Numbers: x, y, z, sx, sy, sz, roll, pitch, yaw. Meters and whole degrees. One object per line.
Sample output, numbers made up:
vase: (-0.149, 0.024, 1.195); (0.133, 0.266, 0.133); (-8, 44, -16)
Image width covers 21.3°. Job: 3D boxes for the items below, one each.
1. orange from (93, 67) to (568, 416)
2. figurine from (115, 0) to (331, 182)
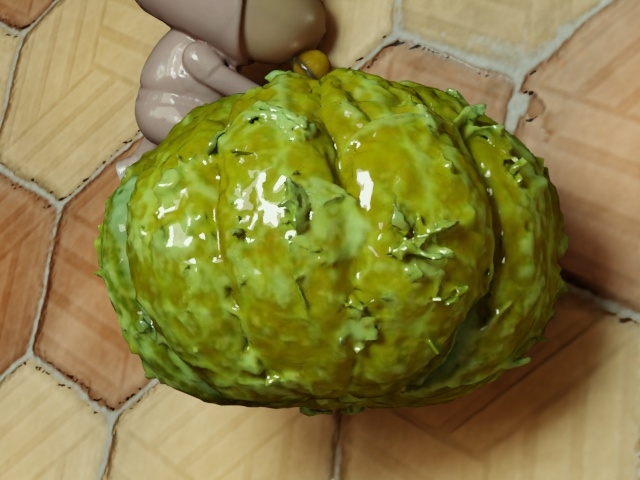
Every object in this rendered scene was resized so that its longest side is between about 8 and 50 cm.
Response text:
orange: (0.000, 0.000, 1.092); (0.300, 0.301, 0.223); (-16, 74, 42)
figurine: (-0.082, -0.160, 1.414); (0.176, 0.186, 0.287); (-77, 0, -86)
